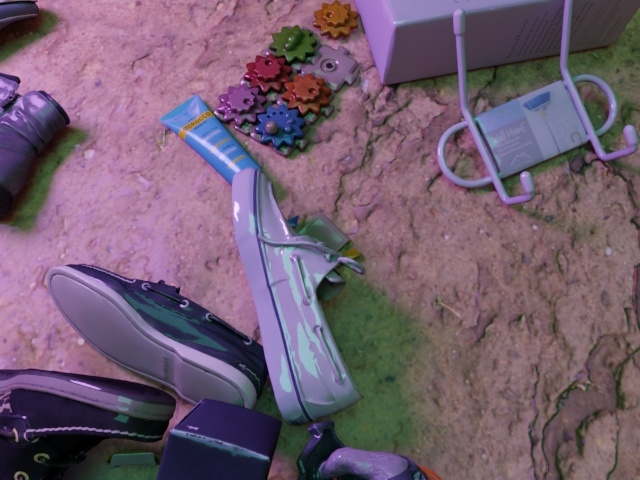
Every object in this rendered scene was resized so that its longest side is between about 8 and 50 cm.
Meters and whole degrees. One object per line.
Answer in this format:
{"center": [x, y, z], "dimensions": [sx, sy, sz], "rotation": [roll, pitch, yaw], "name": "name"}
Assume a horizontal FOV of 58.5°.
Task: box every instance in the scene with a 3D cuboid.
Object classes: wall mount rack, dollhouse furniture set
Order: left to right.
{"center": [-0.198, 0.263, 0.748], "dimensions": [0.151, 0.076, 0.059], "rotation": [2, 69, -12], "name": "dollhouse furniture set"}
{"center": [0.342, -0.236, 0.912], "dimensions": [0.349, 0.130, 0.304], "rotation": [-24, 90, -11], "name": "wall mount rack"}

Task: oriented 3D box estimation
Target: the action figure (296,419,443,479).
{"center": [0.072, 0.373, 0.612], "dimensions": [0.178, 0.330, 0.341], "rotation": [-28, 86, 33], "name": "action figure"}

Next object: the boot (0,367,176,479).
{"center": [-0.339, 0.295, 0.650], "dimensions": [0.377, 0.138, 0.284], "rotation": [-4, 68, 24], "name": "boot"}

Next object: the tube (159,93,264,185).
{"center": [-0.175, -0.160, 0.942], "dimensions": [0.080, 0.052, 0.207], "rotation": [-37, 68, -21], "name": "tube"}

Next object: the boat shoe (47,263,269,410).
{"center": [-0.215, 0.115, 0.792], "dimensions": [0.340, 0.127, 0.113], "rotation": [24, 37, 14], "name": "boat shoe"}

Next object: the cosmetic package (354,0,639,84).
{"center": [0.305, -0.446, 1.010], "dimensions": [0.452, 0.161, 0.230], "rotation": [-11, 68, -6], "name": "cosmetic package"}

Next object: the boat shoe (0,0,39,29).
{"center": [-0.638, -0.345, 0.992], "dimensions": [0.319, 0.116, 0.099], "rotation": [-27, 114, -19], "name": "boat shoe"}

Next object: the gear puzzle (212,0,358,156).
{"center": [-0.029, -0.308, 1.005], "dimensions": [0.175, 0.044, 0.339], "rotation": [31, 70, 11], "name": "gear puzzle"}

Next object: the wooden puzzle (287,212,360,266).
{"center": [0.000, 0.000, 0.896], "dimensions": [0.078, 0.014, 0.116], "rotation": [-34, 73, -19], "name": "wooden puzzle"}

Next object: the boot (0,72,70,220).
{"center": [-0.597, -0.182, 0.911], "dimensions": [0.338, 0.118, 0.223], "rotation": [22, 65, -5], "name": "boot"}

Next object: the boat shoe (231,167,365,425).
{"center": [-0.015, 0.054, 0.794], "dimensions": [0.156, 0.136, 0.367], "rotation": [-17, 71, 4], "name": "boat shoe"}

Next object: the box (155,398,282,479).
{"center": [-0.124, 0.300, 0.631], "dimensions": [0.108, 0.153, 0.207], "rotation": [16, 88, 2], "name": "box"}
